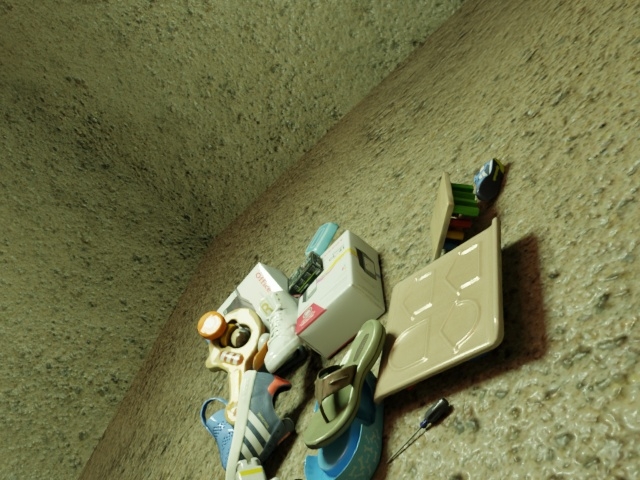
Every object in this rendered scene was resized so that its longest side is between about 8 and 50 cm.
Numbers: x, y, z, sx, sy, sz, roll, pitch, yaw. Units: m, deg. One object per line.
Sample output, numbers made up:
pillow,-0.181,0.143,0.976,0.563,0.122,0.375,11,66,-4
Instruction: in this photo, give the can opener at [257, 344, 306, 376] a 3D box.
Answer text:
can opener,-0.147,0.409,1.680,0.283,0.075,0.095,-39,53,32

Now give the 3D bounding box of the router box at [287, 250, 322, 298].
router box,-0.047,0.099,1.637,0.122,0.038,0.092,-49,17,15

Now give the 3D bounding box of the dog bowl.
dog bowl,0.059,0.385,1.170,0.166,0.074,0.297,-41,21,30

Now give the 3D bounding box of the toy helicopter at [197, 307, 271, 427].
toy helicopter,-0.214,0.350,1.593,0.234,0.140,0.355,-15,52,9

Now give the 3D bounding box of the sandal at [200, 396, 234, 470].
sandal,-0.264,0.536,1.571,0.126,0.138,0.317,-51,19,-7

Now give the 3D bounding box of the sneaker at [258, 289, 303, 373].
sneaker,-0.122,0.237,1.541,0.108,0.169,0.292,-46,-1,22

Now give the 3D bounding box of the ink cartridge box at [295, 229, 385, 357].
ink cartridge box,0.052,0.143,1.580,0.226,0.131,0.306,-45,20,21

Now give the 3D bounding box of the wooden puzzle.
wooden puzzle,0.255,0.154,1.153,0.348,0.080,0.322,-43,18,39

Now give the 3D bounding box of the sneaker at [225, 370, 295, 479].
sneaker,-0.141,0.499,1.382,0.131,0.148,0.350,98,178,-67

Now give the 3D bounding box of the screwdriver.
screwdriver,0.177,0.352,1.039,0.170,0.024,0.025,-52,-13,18

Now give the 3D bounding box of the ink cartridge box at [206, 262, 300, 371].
ink cartridge box,-0.201,0.261,1.799,0.307,0.129,0.223,-49,57,8

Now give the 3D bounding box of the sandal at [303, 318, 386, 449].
sandal,0.036,0.283,1.159,0.120,0.086,0.303,-25,31,54

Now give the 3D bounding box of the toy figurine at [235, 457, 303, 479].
toy figurine,-0.119,0.546,1.065,0.209,0.213,0.148,-47,27,5

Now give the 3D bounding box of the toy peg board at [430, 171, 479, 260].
toy peg board,0.323,-0.055,1.363,0.161,0.079,0.161,-78,-5,-56

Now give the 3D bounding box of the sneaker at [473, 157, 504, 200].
sneaker,0.410,-0.143,1.396,0.059,0.053,0.144,-32,18,51

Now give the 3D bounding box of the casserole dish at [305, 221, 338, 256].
casserole dish,0.000,0.000,2.155,0.114,0.037,0.189,-21,35,59
